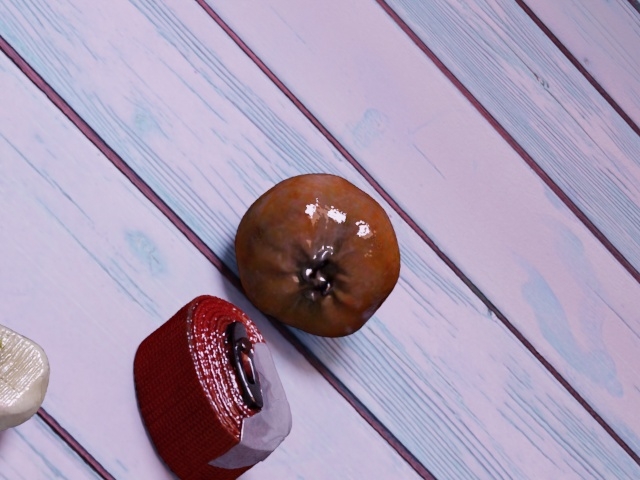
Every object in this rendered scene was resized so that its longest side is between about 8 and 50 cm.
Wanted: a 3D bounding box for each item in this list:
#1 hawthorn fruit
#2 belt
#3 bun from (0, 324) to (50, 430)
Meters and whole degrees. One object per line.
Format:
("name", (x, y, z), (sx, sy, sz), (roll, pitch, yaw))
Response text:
("hawthorn fruit", (0.000, 0.000, 2.190), (0.199, 0.199, 0.251), (43, 20, -14))
("belt", (-0.110, 0.158, 1.939), (0.128, 0.124, 0.201), (12, 49, -43))
("bun", (-0.319, 0.133, 1.753), (0.115, 0.069, 0.115), (13, 51, -17))
